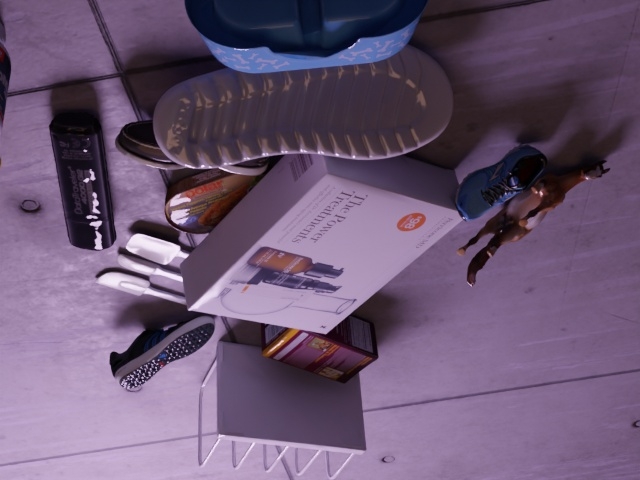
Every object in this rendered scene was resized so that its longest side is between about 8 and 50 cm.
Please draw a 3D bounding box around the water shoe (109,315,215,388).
[{"bbox_3d":[-0.286,0.179,1.963,0.203,0.080,0.073,-32,144,-7],"label":"water shoe"}]

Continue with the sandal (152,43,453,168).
[{"bbox_3d":[-0.023,-0.195,1.499,0.416,0.102,0.169,-6,109,-14],"label":"sandal"}]

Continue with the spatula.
[{"bbox_3d":[-0.236,0.063,1.861,0.242,0.019,0.168,19,134,-27],"label":"spatula"}]

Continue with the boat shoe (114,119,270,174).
[{"bbox_3d":[-0.175,-0.147,1.567,0.227,0.081,0.069,4,138,-22],"label":"boat shoe"}]

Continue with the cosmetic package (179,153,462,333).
[{"bbox_3d":[0.000,0.000,1.721,0.284,0.097,0.377,11,140,-37],"label":"cosmetic package"}]

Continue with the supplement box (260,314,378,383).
[{"bbox_3d":[-0.002,0.177,1.979,0.188,0.081,0.104,23,133,-30],"label":"supplement box"}]

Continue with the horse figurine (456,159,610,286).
[{"bbox_3d":[0.316,-0.036,1.729,0.174,0.066,0.263,-30,166,-51],"label":"horse figurine"}]

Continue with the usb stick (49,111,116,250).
[{"bbox_3d":[-0.353,-0.082,1.649,0.077,0.045,0.278,4,141,-1],"label":"usb stick"}]

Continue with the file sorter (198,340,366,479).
[{"bbox_3d":[-0.079,0.331,2.076,0.277,0.193,0.173,9,141,-17],"label":"file sorter"}]

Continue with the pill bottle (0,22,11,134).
[{"bbox_3d":[-0.445,-0.204,1.380,0.108,0.180,0.108,-3,141,-3],"label":"pill bottle"}]

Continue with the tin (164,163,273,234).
[{"bbox_3d":[-0.151,-0.068,1.697,0.189,0.040,0.106,-17,143,14],"label":"tin"}]

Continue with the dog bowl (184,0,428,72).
[{"bbox_3d":[-0.014,-0.287,1.353,0.297,0.166,0.074,-5,153,-1],"label":"dog bowl"}]

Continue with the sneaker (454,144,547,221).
[{"bbox_3d":[0.270,-0.088,1.644,0.162,0.073,0.063,-39,104,-7],"label":"sneaker"}]
